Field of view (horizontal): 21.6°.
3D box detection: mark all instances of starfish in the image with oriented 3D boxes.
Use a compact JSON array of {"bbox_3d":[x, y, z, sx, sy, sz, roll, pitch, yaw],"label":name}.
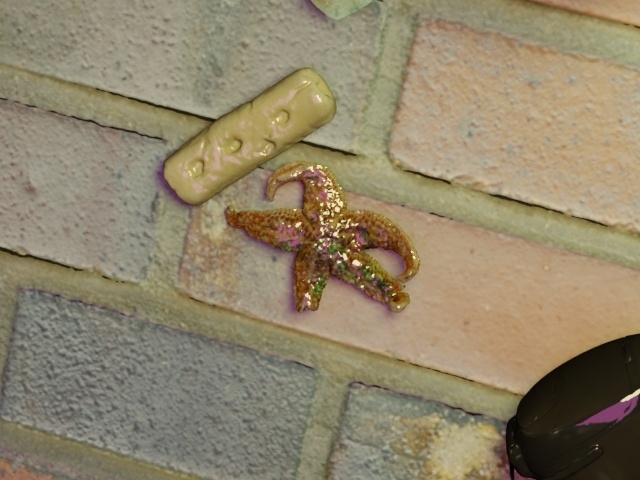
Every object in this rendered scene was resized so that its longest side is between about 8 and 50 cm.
[{"bbox_3d":[0.002,0.000,1.678,0.210,0.053,0.150,14,93,14],"label":"starfish"}]

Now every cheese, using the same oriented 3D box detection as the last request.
[{"bbox_3d":[-0.072,-0.102,1.666,0.194,0.043,0.065,-33,89,19],"label":"cheese"}]

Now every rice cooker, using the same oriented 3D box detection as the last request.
[{"bbox_3d":[0.269,0.174,1.602,0.203,0.142,0.118,-36,105,21],"label":"rice cooker"}]

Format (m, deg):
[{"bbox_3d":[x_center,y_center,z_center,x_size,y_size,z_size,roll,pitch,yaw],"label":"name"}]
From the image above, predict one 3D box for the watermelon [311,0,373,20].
[{"bbox_3d":[-0.003,-0.335,1.582,0.241,0.094,0.154,46,118,1],"label":"watermelon"}]
